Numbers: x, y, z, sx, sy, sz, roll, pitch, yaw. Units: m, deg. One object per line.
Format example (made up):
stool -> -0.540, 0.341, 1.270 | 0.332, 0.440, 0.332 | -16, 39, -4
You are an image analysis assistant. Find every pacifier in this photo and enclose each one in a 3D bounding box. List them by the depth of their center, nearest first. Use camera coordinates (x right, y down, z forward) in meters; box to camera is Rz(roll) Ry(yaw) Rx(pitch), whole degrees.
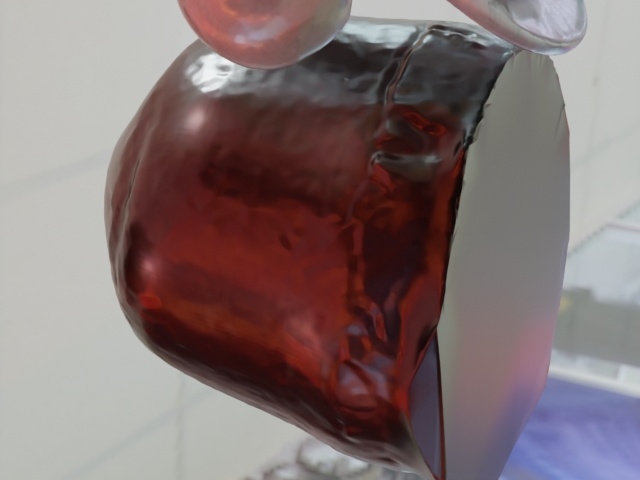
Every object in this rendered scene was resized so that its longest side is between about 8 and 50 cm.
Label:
pacifier -> 0.001, -0.173, 0.858 | 0.207, 0.279, 0.227 | -40, -2, 30

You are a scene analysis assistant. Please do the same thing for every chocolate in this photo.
chocolate -> 0.000, 0.000, 1.389 | 0.383, 0.331, 0.384 | 5, -90, -71
